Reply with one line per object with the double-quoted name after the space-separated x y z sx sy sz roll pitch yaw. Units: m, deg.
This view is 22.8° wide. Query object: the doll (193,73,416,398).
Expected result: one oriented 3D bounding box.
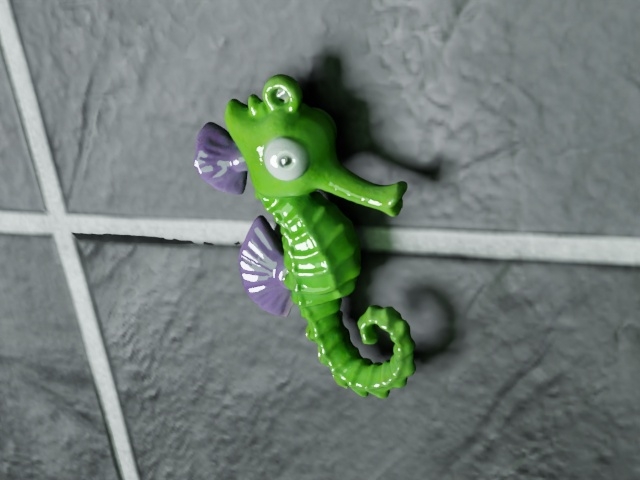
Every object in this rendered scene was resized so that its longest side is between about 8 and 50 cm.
0.000 0.000 0.848 0.115 0.050 0.190 2 119 38 "doll"
